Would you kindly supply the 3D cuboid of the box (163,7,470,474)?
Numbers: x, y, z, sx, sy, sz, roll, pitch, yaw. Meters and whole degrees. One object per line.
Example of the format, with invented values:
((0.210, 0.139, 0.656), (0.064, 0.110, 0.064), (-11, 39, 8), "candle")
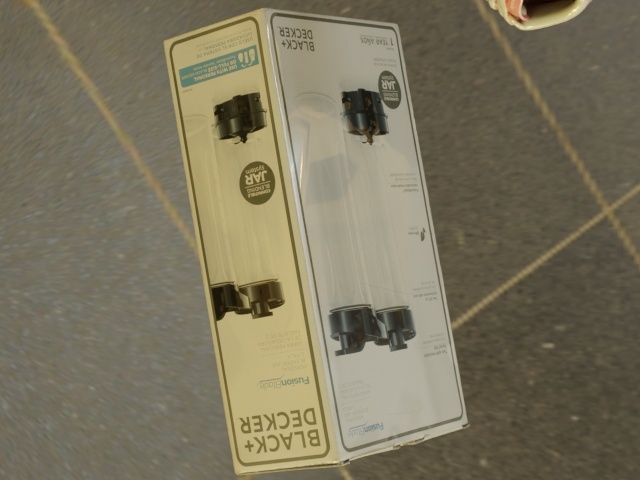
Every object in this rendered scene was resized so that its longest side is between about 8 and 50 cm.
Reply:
((0.000, 0.000, 1.043), (0.169, 0.087, 0.290), (-7, 85, -55), "box")

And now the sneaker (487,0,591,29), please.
((0.104, -0.166, 0.940), (0.134, 0.070, 0.051), (15, 126, 10), "sneaker")
